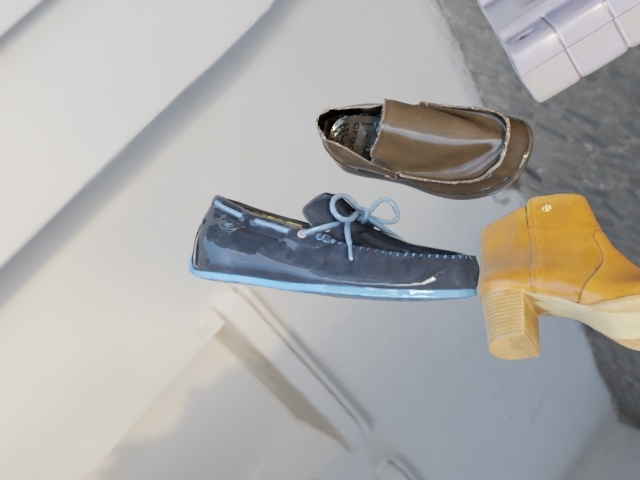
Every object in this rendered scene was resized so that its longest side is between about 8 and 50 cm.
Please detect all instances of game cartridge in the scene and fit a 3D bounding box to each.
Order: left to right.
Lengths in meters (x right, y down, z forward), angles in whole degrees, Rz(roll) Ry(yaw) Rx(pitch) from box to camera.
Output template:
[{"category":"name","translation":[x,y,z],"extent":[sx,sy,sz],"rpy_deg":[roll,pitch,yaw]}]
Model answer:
[{"category":"game cartridge","translation":[0.258,-0.246,0.644],"extent":[0.068,0.230,0.355],"rpy_deg":[49,-159,-15]}]

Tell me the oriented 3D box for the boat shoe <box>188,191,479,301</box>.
[{"category":"boat shoe","translation":[0.000,0.000,0.589],"extent":[0.258,0.089,0.109],"rpy_deg":[6,175,22]}]

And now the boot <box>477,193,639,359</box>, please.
[{"category":"boot","translation":[0.325,0.022,0.846],"extent":[0.295,0.211,0.104],"rpy_deg":[-12,135,26]}]

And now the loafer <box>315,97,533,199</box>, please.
[{"category":"loafer","translation":[0.081,-0.086,0.653],"extent":[0.220,0.080,0.078],"rpy_deg":[6,171,40]}]
